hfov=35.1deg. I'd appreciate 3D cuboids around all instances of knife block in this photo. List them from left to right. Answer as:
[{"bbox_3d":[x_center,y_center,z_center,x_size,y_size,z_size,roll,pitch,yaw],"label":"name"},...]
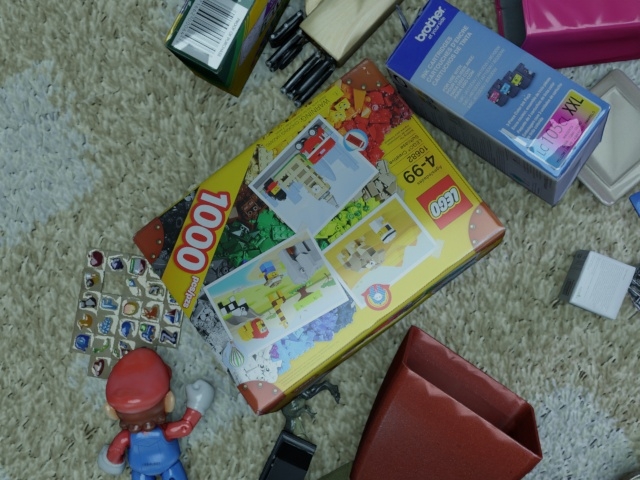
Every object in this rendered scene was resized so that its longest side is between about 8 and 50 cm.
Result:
[{"bbox_3d":[0.040,-0.362,1.800,0.276,0.088,0.242,-1,91,2],"label":"knife block"}]

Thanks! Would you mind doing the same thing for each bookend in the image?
[{"bbox_3d":[-0.079,0.441,1.764,0.072,0.157,0.156,25,108,2],"label":"bookend"}]

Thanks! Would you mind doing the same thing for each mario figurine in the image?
[{"bbox_3d":[-0.294,0.343,1.824,0.198,0.170,0.320,-16,105,-33],"label":"mario figurine"}]

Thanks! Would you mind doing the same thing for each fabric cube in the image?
[{"bbox_3d":[0.436,-0.440,1.691,0.258,0.254,0.259,-6,85,3],"label":"fabric cube"}]

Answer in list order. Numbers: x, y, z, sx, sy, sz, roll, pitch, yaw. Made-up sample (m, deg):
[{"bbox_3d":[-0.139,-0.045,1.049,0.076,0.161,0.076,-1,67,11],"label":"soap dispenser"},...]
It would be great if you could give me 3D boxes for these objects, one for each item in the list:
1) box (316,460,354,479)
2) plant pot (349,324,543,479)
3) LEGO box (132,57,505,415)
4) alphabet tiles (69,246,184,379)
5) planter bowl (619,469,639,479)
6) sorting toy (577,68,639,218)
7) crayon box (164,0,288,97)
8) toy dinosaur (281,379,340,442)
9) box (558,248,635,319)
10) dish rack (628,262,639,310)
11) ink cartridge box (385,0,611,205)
[{"bbox_3d":[0.056,0.521,1.734,0.117,0.243,0.213,-29,89,3],"label":"box"},{"bbox_3d":[0.194,0.341,1.729,0.267,0.267,0.235,34,102,2],"label":"plant pot"},{"bbox_3d":[0.000,0.000,1.727,0.500,0.193,0.372,-38,80,2],"label":"LEGO box"},{"bbox_3d":[-0.353,0.144,1.863,0.198,0.009,0.237,10,92,2],"label":"alphabet tiles"},{"bbox_3d":[0.576,0.475,1.777,0.162,0.109,0.162,0,90,3],"label":"planter bowl"},{"bbox_3d":[0.516,-0.182,1.796,0.196,0.047,0.347,-40,78,-2],"label":"sorting toy"},{"bbox_3d":[-0.109,-0.436,1.692,0.106,0.313,0.363,29,92,2],"label":"crayon box"},{"bbox_3d":[-0.029,0.248,1.827,0.118,0.064,0.268,-11,87,9],"label":"toy dinosaur"},{"bbox_3d":[0.485,0.076,1.779,0.087,0.101,0.102,23,92,1],"label":"box"},{"bbox_3d":[0.680,0.047,1.789,0.208,0.074,0.271,41,94,3],"label":"dish rack"},{"bbox_3d":[0.268,-0.241,1.680,0.395,0.270,0.151,35,91,13],"label":"ink cartridge box"}]
